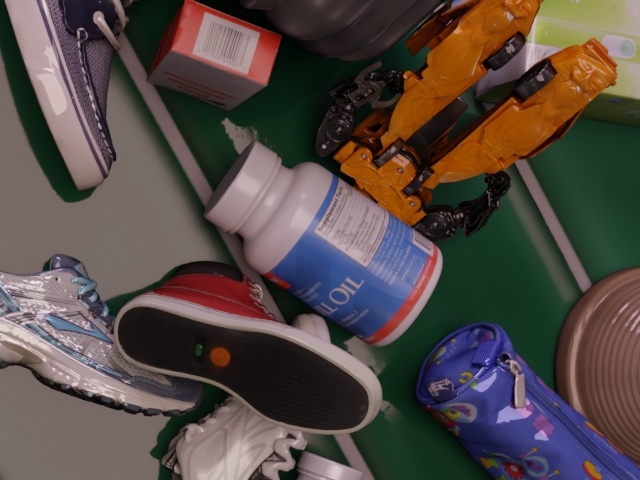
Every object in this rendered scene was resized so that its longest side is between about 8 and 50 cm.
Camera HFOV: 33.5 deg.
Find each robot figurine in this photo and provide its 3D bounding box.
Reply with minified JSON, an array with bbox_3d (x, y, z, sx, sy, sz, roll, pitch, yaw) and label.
[{"bbox_3d":[0.137,-0.126,1.061,0.211,0.291,0.085,44,30,-11],"label":"robot figurine"}]

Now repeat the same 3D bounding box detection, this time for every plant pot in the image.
[{"bbox_3d":[0.388,0.147,1.176,0.237,0.110,0.237,1,87,-18],"label":"plant pot"}]

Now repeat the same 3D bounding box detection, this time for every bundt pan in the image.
[{"bbox_3d":[-0.036,-0.286,0.980,0.331,0.331,0.124,37,108,-12],"label":"bundt pan"}]

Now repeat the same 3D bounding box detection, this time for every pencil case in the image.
[{"bbox_3d":[0.233,0.216,1.111,0.306,0.133,0.119,45,58,-11],"label":"pencil case"}]

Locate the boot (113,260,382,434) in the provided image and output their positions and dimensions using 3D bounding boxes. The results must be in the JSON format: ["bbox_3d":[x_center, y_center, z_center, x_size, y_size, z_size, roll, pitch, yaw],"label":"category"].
[{"bbox_3d":[-0.046,0.087,0.992,0.244,0.176,0.088,20,109,10],"label":"boot"}]

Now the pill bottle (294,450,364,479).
[{"bbox_3d":[-0.014,0.294,1.048,0.087,0.087,0.160,22,80,-15],"label":"pill bottle"}]

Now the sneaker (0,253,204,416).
[{"bbox_3d":[-0.230,0.078,0.984,0.283,0.110,0.122,24,76,-15],"label":"sneaker"}]

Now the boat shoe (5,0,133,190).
[{"bbox_3d":[-0.211,-0.228,0.996,0.158,0.127,0.340,-18,91,-10],"label":"boat shoe"}]

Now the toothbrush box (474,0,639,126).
[{"bbox_3d":[0.327,-0.244,1.176,0.283,0.122,0.206,7,85,-19],"label":"toothbrush box"}]

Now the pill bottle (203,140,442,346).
[{"bbox_3d":[0.000,0.000,1.053,0.221,0.124,0.124,33,77,-12],"label":"pill bottle"}]

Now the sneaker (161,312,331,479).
[{"bbox_3d":[-0.079,0.194,1.031,0.118,0.110,0.292,27,77,-3],"label":"sneaker"}]

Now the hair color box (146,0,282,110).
[{"bbox_3d":[-0.105,-0.171,1.007,0.093,0.167,0.053,18,83,-16],"label":"hair color box"}]
